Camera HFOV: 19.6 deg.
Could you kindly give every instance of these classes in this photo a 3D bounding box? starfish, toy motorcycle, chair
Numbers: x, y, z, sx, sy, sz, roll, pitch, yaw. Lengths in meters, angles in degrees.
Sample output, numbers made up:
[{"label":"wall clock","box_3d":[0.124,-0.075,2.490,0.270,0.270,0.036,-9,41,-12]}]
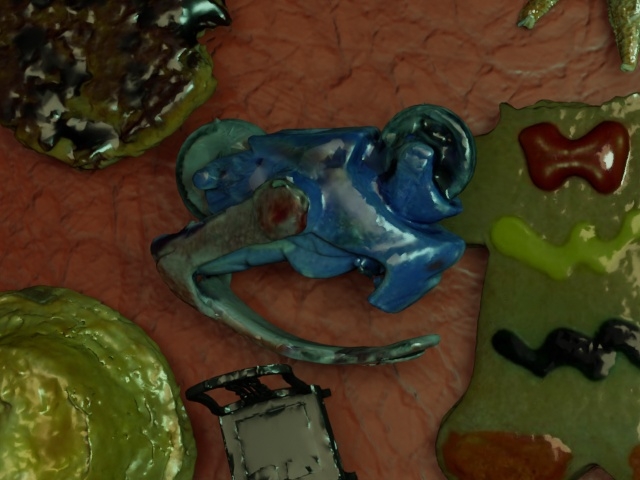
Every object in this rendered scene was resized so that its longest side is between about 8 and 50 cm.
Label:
[{"label":"starfish","box_3d":[0.279,-0.283,1.783,0.295,0.048,0.231,18,107,42]},{"label":"toy motorcycle","box_3d":[0.010,-0.008,1.790,0.319,0.182,0.241,-1,124,26]},{"label":"chair","box_3d":[-0.046,0.187,1.747,0.106,0.229,0.113,-18,79,8]}]

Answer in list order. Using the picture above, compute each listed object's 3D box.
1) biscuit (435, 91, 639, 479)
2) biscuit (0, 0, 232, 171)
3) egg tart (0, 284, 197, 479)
[{"label":"biscuit","box_3d":[0.245,0.057,1.751,0.368,0.076,0.394,1,87,23]},{"label":"biscuit","box_3d":[-0.238,-0.235,1.900,0.289,0.081,0.334,-32,76,6]},{"label":"egg tart","box_3d":[-0.291,0.207,1.841,0.341,0.129,0.341,-1,86,10]}]
